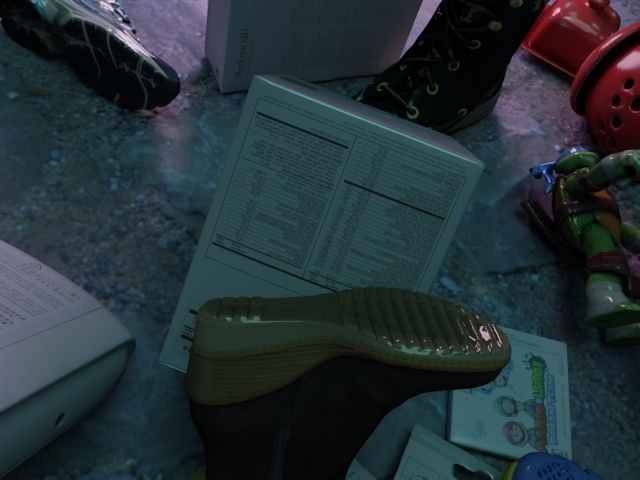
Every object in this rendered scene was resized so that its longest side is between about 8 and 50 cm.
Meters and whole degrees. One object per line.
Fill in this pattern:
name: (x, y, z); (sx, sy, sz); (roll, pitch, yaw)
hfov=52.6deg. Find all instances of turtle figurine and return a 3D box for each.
turtle figurine: (0.405, -0.017, 0.805); (0.274, 0.198, 0.266); (3, 65, 3)

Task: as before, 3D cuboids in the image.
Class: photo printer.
photo printer: (-0.310, 0.079, 0.534); (0.256, 0.307, 0.107); (30, 98, 3)

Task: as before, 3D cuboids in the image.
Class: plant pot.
plant pot: (0.486, -0.211, 0.968); (0.191, 0.191, 0.174); (-18, 55, -24)

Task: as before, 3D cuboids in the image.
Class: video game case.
video game case: (0.220, 0.175, 0.751); (0.143, 0.019, 0.157); (15, 56, -5)

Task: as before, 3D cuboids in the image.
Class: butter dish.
butter dish: (0.441, -0.363, 1.088); (0.160, 0.118, 0.160); (32, 57, 7)

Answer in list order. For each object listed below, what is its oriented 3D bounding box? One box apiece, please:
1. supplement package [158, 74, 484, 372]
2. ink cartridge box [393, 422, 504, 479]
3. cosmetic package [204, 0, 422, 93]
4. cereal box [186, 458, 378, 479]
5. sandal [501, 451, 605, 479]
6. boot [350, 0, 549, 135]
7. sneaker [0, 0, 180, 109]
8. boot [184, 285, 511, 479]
supplement package: (0.000, 0.000, 0.622); (0.198, 0.263, 0.199); (21, 15, -1)
ink cartridge box: (0.125, 0.319, 0.626); (0.181, 0.056, 0.225); (29, 45, 5)
cosmetic package: (0.010, -0.368, 0.824); (0.284, 0.377, 0.097); (-14, 62, -23)
cereal box: (-0.010, 0.273, 0.567); (0.173, 0.047, 0.240); (-31, 49, -29)
sandal: (0.311, 0.299, 0.602); (0.317, 0.138, 0.126); (33, 54, -4)
boot: (0.150, -0.235, 0.830); (0.377, 0.284, 0.138); (-29, 69, -29)
sneaker: (-0.290, -0.285, 0.860); (0.283, 0.110, 0.122); (34, 53, 8)
boot: (0.017, 0.145, 0.524); (0.248, 0.207, 0.090); (3, 25, 5)
